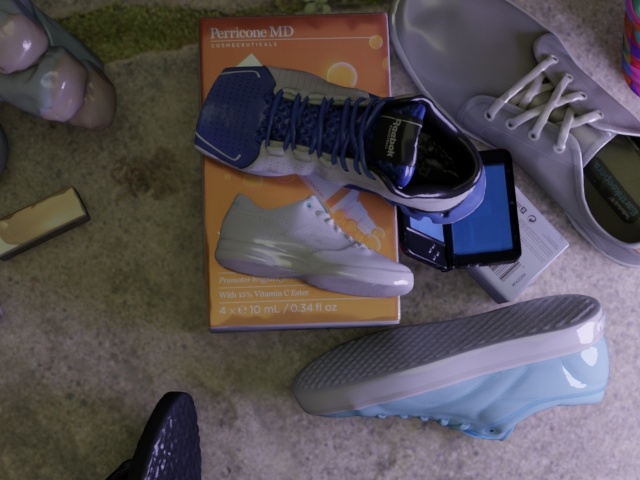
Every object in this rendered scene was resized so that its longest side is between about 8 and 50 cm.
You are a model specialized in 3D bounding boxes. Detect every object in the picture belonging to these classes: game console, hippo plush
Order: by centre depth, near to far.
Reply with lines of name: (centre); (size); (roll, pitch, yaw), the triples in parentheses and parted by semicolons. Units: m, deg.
hippo plush: (-0.398, -0.174, 1.675); (0.236, 0.234, 0.294); (-43, 108, 6)
game console: (0.151, -0.046, 1.691); (0.085, 0.124, 0.144); (-22, 60, 36)

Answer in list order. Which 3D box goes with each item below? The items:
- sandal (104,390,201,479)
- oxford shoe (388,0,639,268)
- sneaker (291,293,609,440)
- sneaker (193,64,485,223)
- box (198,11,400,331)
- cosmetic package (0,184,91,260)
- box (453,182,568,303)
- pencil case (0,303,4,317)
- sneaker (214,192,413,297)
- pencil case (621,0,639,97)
sandal: (-0.225, 0.384, 1.681); (0.107, 0.167, 0.446); (9, 84, 16)
oxford shoe: (0.263, -0.150, 1.761); (0.169, 0.130, 0.449); (-44, 87, -4)
sneaker: (0.156, 0.176, 1.729); (0.366, 0.135, 0.150); (-12, 108, 8)
sneaker: (0.035, -0.112, 1.549); (0.315, 0.182, 0.127); (17, 83, -2)
box: (-0.028, -0.071, 1.718); (0.215, 0.168, 0.345); (-2, 85, -3)
cosmetic package: (-0.328, -0.020, 1.753); (0.115, 0.060, 0.041); (-26, 87, -6)
box: (0.215, 0.005, 1.764); (0.102, 0.087, 0.101); (-43, 88, -6)
pencil case: (-0.547, -0.022, 1.693); (0.183, 0.160, 0.410); (-37, 88, -19)
sneaker: (0.000, 0.000, 1.596); (0.212, 0.080, 0.094); (13, 73, -1)
pencil case: (0.393, -0.234, 1.718); (0.104, 0.236, 0.104); (-2, 77, 10)
